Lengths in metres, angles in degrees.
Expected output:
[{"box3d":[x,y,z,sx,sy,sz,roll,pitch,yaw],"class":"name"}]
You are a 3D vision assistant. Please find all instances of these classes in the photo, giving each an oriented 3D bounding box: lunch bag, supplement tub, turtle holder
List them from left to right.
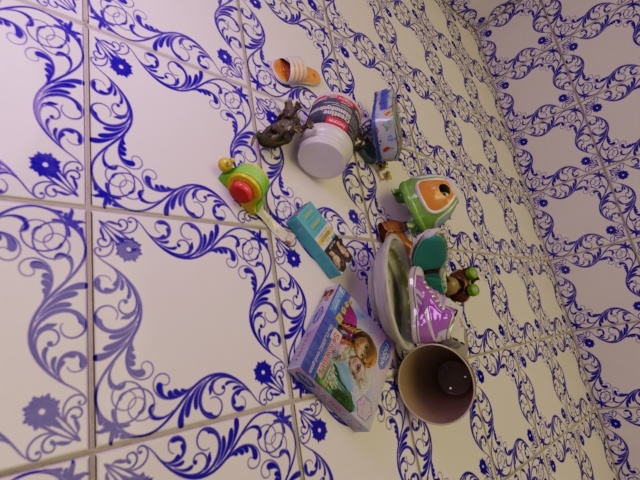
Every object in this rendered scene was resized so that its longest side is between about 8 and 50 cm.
[{"box3d":[0.032,-0.372,1.488,0.191,0.191,0.273,37,49,-28],"class":"supplement tub"},{"box3d":[0.274,-0.489,1.768,0.304,0.114,0.243,-80,157,-46],"class":"lunch bag"},{"box3d":[0.450,-0.145,1.752,0.320,0.227,0.244,48,21,-51],"class":"turtle holder"}]

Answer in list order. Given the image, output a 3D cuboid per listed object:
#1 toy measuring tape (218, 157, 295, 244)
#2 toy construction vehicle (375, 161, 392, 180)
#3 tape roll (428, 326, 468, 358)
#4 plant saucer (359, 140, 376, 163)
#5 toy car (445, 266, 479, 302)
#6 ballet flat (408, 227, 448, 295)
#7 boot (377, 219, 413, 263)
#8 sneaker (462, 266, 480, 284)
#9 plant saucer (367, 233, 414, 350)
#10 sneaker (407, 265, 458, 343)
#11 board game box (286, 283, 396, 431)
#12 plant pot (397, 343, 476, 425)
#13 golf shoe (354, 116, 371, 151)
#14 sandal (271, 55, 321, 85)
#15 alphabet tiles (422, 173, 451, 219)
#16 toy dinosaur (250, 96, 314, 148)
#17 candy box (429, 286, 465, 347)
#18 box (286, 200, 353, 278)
[{"box3d":[-0.166,-0.120,1.232,0.330,0.121,0.121,46,46,-20],"class":"toy measuring tape"},{"box3d":[0.269,-0.305,1.819,0.085,0.035,0.099,-15,86,-59],"class":"toy construction vehicle"},{"box3d":[0.513,0.389,1.717,0.219,0.072,0.220,21,59,-39],"class":"tape roll"},{"box3d":[0.204,-0.383,1.792,0.119,0.021,0.120,21,57,-38],"class":"plant saucer"},{"box3d":[0.555,0.179,1.811,0.188,0.155,0.149,18,59,-25],"class":"toy car"},{"box3d":[0.411,0.082,1.627,0.409,0.146,0.147,76,29,-43],"class":"ballet flat"},{"box3d":[0.302,0.012,1.682,0.152,0.073,0.197,-2,66,-44],"class":"boot"},{"box3d":[0.709,0.179,2.025,0.170,0.051,0.089,-19,81,-51],"class":"sneaker"},{"box3d":[0.244,0.180,1.469,0.400,0.100,0.402,-9,90,-67],"class":"plant saucer"},{"box3d":[0.397,0.217,1.483,0.102,0.160,0.283,37,47,-56],"class":"sneaker"},{"box3d":[0.083,0.356,1.302,0.318,0.065,0.319,47,45,-20],"class":"board game box"},{"box3d":[0.443,0.499,1.498,0.274,0.256,0.257,22,56,-56],"class":"plant pot"},{"box3d":[0.154,-0.460,1.737,0.093,0.077,0.198,32,46,-22],"class":"golf shoe"},{"box3d":[-0.075,-0.646,1.588,0.265,0.076,0.102,-18,85,-48],"class":"sandal"},{"box3d":[0.567,-0.220,2.096,0.237,0.009,0.199,15,62,-40],"class":"alphabet tiles"},{"box3d":[-0.126,-0.351,1.364,0.121,0.160,0.314,45,53,-20],"class":"toy dinosaur"},{"box3d":[0.457,0.294,1.602,0.196,0.070,0.165,31,49,-26],"class":"candy box"},{"box3d":[0.000,0.000,1.384,0.244,0.060,0.101,52,44,-15],"class":"box"}]
